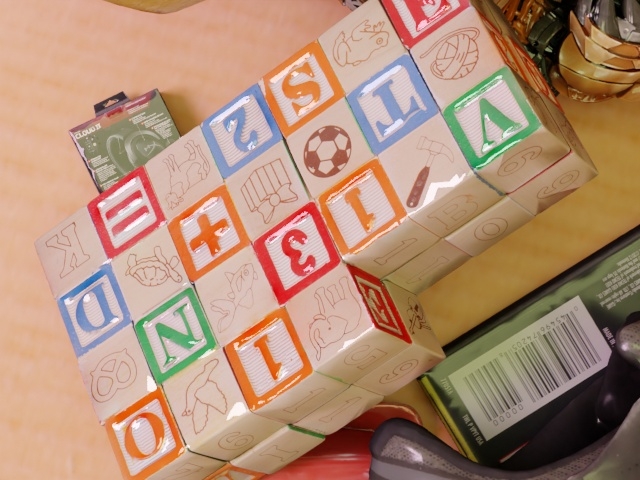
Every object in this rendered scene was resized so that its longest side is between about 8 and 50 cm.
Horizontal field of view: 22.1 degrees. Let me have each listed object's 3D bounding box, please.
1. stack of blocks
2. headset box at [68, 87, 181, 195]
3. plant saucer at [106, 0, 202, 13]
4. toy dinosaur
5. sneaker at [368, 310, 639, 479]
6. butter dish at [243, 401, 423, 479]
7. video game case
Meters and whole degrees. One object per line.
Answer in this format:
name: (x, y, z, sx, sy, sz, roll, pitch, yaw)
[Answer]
stack of blocks: (0.000, 0.000, 0.916, 0.297, 0.087, 0.171, -35, 61, 16)
headset box: (-0.114, -0.051, 1.014, 0.062, 0.032, 0.083, -27, 91, -4)
plant saucer: (-0.016, -0.242, 0.909, 0.332, 0.333, 0.081, -21, 124, -4)
toy dinosaur: (0.169, -0.162, 1.000, 0.322, 0.164, 0.218, 12, 105, -22)
sneaker: (0.249, 0.129, 0.931, 0.482, 0.185, 0.202, -10, 83, -12)
butter dish: (-0.008, 0.182, 0.981, 0.160, 0.118, 0.160, -1, 91, -3)
video game case: (0.237, 0.115, 1.040, 0.275, 0.035, 0.248, -32, 92, -4)
